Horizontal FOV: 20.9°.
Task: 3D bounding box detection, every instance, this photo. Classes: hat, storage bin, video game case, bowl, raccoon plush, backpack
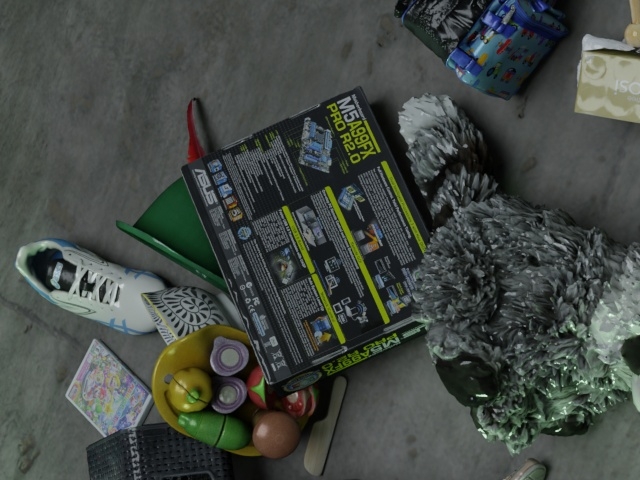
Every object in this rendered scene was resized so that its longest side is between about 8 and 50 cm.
[{"bbox_3d":[-0.117,-0.056,1.943,0.208,0.173,0.183,30,85,11],"label":"hat"},{"bbox_3d":[-0.179,0.254,1.929,0.180,0.122,0.084,147,118,-63],"label":"storage bin"},{"bbox_3d":[-0.255,0.188,2.102,0.122,0.011,0.087,40,110,33],"label":"video game case"},{"bbox_3d":[-0.122,0.110,1.938,0.080,0.170,0.170,-33,60,-10],"label":"bowl"},{"bbox_3d":[0.239,-0.013,1.617,0.299,0.216,0.446,-29,68,25],"label":"raccoon plush"},{"bbox_3d":[0.182,-0.241,1.709,0.173,0.158,0.117,-49,67,11],"label":"backpack"}]

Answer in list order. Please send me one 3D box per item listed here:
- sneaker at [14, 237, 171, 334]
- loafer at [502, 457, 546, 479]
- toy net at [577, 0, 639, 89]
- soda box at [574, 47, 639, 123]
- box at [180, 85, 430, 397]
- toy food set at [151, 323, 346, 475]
[{"bbox_3d":[-0.273,0.057,2.082,0.237,0.086,0.085,18,95,37],"label":"sneaker"},{"bbox_3d":[0.178,0.263,1.731,0.039,0.045,0.125,45,116,39],"label":"loafer"},{"bbox_3d":[0.338,-0.213,1.650,0.122,0.045,0.232,42,115,16],"label":"toy net"},{"bbox_3d":[0.331,-0.135,1.606,0.181,0.058,0.061,13,104,26],"label":"soda box"},{"bbox_3d":[0.000,0.000,1.822,0.216,0.060,0.270,-25,69,1],"label":"box"},{"bbox_3d":[-0.069,0.172,1.832,0.128,0.218,0.071,-67,16,5],"label":"toy food set"}]
